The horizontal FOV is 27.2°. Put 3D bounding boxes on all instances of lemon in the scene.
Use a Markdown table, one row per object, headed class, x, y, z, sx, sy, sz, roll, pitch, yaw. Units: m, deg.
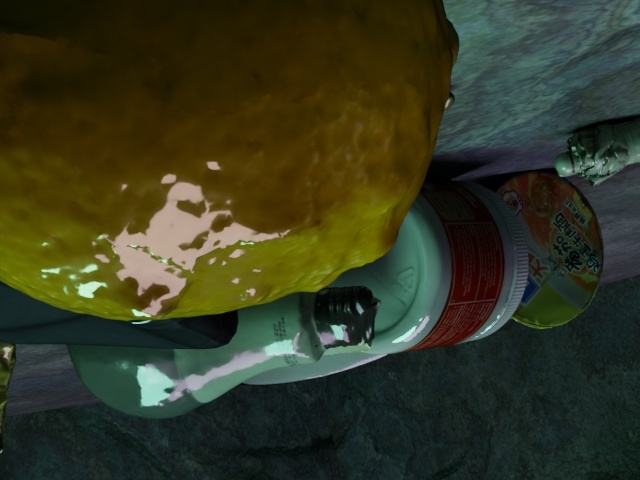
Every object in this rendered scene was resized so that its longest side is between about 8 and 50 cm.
| class | x | y | z | sx | sy | sz | roll | pitch | yaw |
| --- | --- | --- | --- | --- | --- | --- | --- | --- | --- |
| lemon | -0.070 | -0.077 | 0.627 | 0.288 | 0.233 | 0.233 | -8 | 170 | -20 |

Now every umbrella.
| class | x | y | z | sx | sy | sz | roll | pitch | yaw |
| --- | --- | --- | --- | --- | --- | --- | --- | --- | --- |
| umbrella | 0.333 | -0.103 | 1.494 | 0.144 | 0.067 | 0.062 | -18 | -160 | -5 |

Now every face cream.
| class | x | y | z | sx | sy | sz | roll | pitch | yaw |
| --- | --- | --- | --- | --- | --- | --- | --- | --- | --- |
| face cream | 0.111 | 0.027 | 1.545 | 0.201 | 0.201 | 0.187 | -21 | 168 | 40 |

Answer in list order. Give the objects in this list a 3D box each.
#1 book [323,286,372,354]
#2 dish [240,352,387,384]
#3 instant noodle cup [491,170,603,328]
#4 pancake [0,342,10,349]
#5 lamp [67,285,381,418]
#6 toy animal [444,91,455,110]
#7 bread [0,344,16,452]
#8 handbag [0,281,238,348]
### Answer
| class | x | y | z | sx | sy | sz | roll | pitch | yaw |
| --- | --- | --- | --- | --- | --- | --- | --- | --- | --- |
| book | -0.103 | 0.065 | 1.462 | 0.289 | 0.026 | 0.201 | -11 | 132 | 43 |
| dish | 0.019 | 0.105 | 1.815 | 0.317 | 0.106 | 0.316 | -17 | 164 | -5 |
| instant noodle cup | 0.250 | 0.019 | 1.732 | 0.205 | 0.205 | 0.153 | -8 | 177 | -27 |
| pancake | -0.380 | 0.045 | 1.183 | 0.242 | 0.050 | 0.242 | 7 | -160 | -2 |
| lamp | -0.104 | 0.103 | 1.342 | 0.314 | 0.181 | 0.182 | 11 | 173 | 8 |
| toy animal | -0.037 | -0.061 | 1.226 | 0.312 | 0.097 | 0.157 | -12 | -177 | -15 |
| bread | -0.437 | 0.129 | 1.337 | 0.262 | 0.204 | 0.163 | -2 | 166 | 25 |
| handbag | -0.190 | -0.017 | 0.986 | 0.275 | 0.177 | 0.302 | 2 | 171 | 7 |
